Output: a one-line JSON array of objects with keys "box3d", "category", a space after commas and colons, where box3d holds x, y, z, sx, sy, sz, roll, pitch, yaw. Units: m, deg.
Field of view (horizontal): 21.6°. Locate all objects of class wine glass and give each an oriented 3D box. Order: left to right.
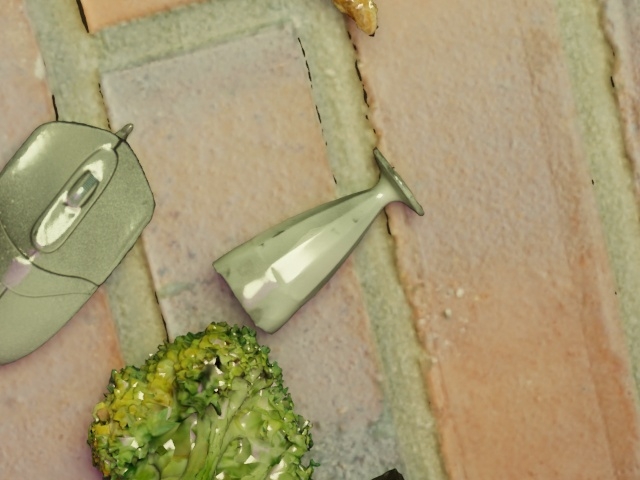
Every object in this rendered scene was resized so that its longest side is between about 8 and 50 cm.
[{"box3d": [0.000, 0.000, 1.280, 0.155, 0.073, 0.073, -37, 102, -1], "category": "wine glass"}]

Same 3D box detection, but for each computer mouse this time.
[{"box3d": [-0.212, 0.005, 1.261, 0.113, 0.068, 0.229, 37, 96, -12], "category": "computer mouse"}]

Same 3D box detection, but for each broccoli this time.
[{"box3d": [-0.089, 0.170, 1.243, 0.194, 0.194, 0.219, 8, 107, -7], "category": "broccoli"}]

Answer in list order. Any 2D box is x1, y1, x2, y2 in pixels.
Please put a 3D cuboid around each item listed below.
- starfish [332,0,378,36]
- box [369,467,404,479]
[{"box3d": [-0.053, -0.262, 1.197, 0.302, 0.060, 0.299, 28, 103, 1], "category": "starfish"}, {"box3d": [0.062, 0.395, 1.272, 0.204, 0.251, 0.345, -29, 103, 1], "category": "box"}]
